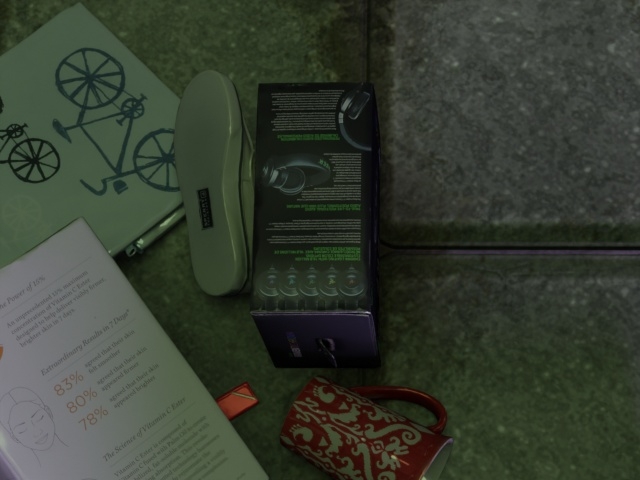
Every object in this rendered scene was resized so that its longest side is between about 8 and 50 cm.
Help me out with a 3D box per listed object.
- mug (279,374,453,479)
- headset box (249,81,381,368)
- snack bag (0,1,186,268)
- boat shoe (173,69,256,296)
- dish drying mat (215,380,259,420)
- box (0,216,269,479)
[{"bbox_3d":[0.056,0.227,1.592,0.169,0.150,0.113,27,111,16],"label":"mug"},{"bbox_3d":[0.000,0.000,1.581,0.131,0.246,0.283,0,71,4],"label":"headset box"},{"bbox_3d":[-0.319,-0.098,1.720,0.342,0.037,0.323,-40,74,-21],"label":"snack bag"},{"bbox_3d":[-0.106,-0.067,1.671,0.096,0.088,0.267,-13,82,37],"label":"boat shoe"},{"bbox_3d":[-0.115,0.199,1.647,0.083,0.008,0.032,-30,73,-7],"label":"dish drying mat"},{"bbox_3d":[-0.256,0.184,1.499,0.215,0.168,0.345,-36,93,-23],"label":"box"}]
